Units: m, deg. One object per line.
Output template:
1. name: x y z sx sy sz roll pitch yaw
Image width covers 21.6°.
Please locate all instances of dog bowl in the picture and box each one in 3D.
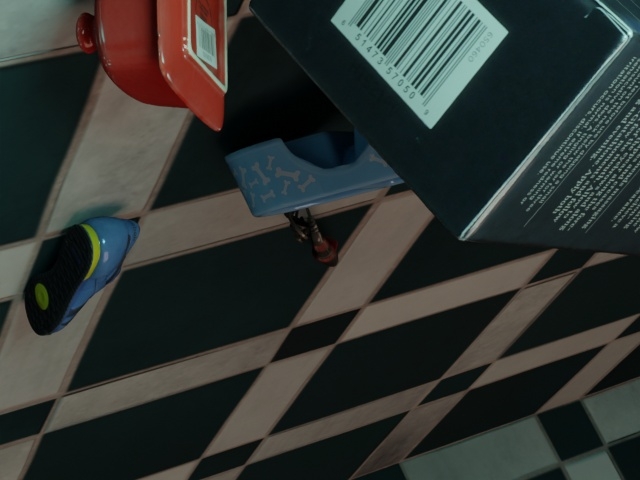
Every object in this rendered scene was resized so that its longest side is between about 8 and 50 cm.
1. dog bowl: 0.044 -0.090 1.796 0.297 0.074 0.166 -15 178 20

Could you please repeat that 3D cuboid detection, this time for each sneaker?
1. sneaker: -0.266 0.042 1.890 0.082 0.069 0.209 -14 157 -40

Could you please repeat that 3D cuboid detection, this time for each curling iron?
1. curling iron: 0.000 0.000 2.139 0.035 0.068 0.274 -29 165 4

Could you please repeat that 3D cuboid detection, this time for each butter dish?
1. butter dish: -0.149 -0.181 1.416 0.118 0.160 0.160 -6 164 13

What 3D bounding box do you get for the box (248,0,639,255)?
1. box: 0.191 -0.161 1.430 0.395 0.293 0.212 4 130 -55
